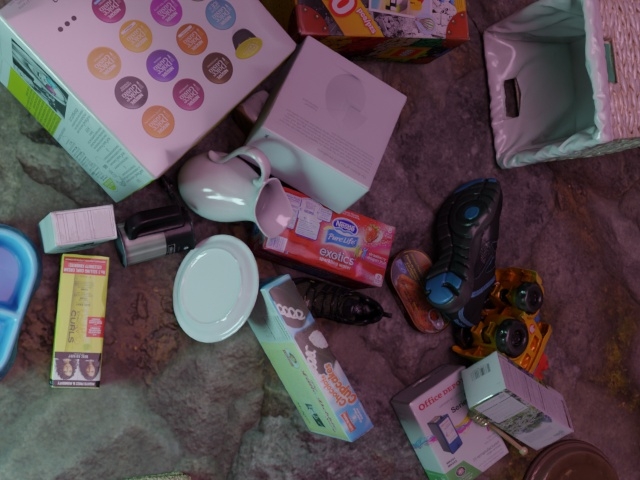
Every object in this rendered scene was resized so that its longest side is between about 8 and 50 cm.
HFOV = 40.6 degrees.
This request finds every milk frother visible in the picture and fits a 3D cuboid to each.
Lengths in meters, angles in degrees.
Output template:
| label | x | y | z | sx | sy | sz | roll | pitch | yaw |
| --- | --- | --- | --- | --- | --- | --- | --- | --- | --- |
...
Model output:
| label | x | y | z | sx | sy | sz | roll | pitch | yaw |
| --- | --- | --- | --- | --- | --- | --- | --- | --- | --- |
| milk frother | -0.315 | -0.042 | 1.582 | 0.135 | 0.129 | 0.143 | -15 | 48 | -24 |

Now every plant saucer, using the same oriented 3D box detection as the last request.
| label | x | y | z | sx | sy | sz | roll | pitch | yaw |
| --- | --- | --- | --- | --- | --- | --- | --- | --- | --- |
| plant saucer | 0.562 | 0.581 | 1.906 | 0.278 | 0.041 | 0.277 | 3 | 83 | -23 |

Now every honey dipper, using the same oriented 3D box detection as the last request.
| label | x | y | z | sx | sy | sz | roll | pitch | yaw |
| --- | --- | --- | --- | --- | --- | --- | --- | --- | --- |
| honey dipper | 0.364 | 0.388 | 1.750 | 0.161 | 0.030 | 0.030 | 38 | 72 | -20 |

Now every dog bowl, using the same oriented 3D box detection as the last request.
| label | x | y | z | sx | sy | sz | roll | pitch | yaw |
| --- | --- | --- | --- | --- | --- | --- | --- | --- | --- |
| dog bowl | -0.574 | 0.110 | 1.460 | 0.166 | 0.074 | 0.297 | 19 | 77 | -20 |

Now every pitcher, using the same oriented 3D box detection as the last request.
| label | x | y | z | sx | sy | sz | roll | pitch | yaw |
| --- | --- | --- | --- | --- | --- | --- | --- | --- | --- |
| pitcher | -0.160 | -0.109 | 1.551 | 0.125 | 0.207 | 0.177 | -41 | 138 | -37 |

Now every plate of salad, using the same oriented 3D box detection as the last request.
| label | x | y | z | sx | sy | sz | roll | pitch | yaw |
| --- | --- | --- | --- | --- | --- | --- | --- | --- | --- |
| plate of salad | -0.188 | 0.088 | 1.578 | 0.048 | 0.200 | 0.199 | 24 | 73 | -55 |

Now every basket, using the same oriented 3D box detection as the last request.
| label | x | y | z | sx | sy | sz | roll | pitch | yaw |
| --- | --- | --- | --- | --- | --- | --- | --- | --- | --- |
| basket | 0.555 | -0.338 | 1.846 | 0.267 | 0.331 | 0.328 | -4 | 87 | -29 |

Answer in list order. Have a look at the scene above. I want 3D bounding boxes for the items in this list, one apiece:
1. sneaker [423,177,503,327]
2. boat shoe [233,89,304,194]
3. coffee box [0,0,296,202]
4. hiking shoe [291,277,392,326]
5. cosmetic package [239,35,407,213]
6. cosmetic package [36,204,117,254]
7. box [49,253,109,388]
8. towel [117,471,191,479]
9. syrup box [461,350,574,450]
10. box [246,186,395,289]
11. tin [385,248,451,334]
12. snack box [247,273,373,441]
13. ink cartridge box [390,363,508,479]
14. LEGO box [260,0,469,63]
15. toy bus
| label | x | y | z | sx | sy | sz | roll | pitch | yaw |
| --- | --- | --- | --- | --- | --- | --- | --- | --- | --- |
| sneaker | 0.312 | 0.022 | 1.819 | 0.139 | 0.125 | 0.340 | 47 | 55 | -39 |
| boat shoe | -0.046 | -0.180 | 1.696 | 0.096 | 0.098 | 0.277 | -45 | 101 | -19 |
| coffee box | -0.309 | -0.305 | 1.468 | 0.334 | 0.338 | 0.337 | 48 | 70 | -12 |
| hiking shoe | 0.024 | 0.117 | 1.686 | 0.227 | 0.114 | 0.086 | 10 | 80 | -22 |
| cosmetic package | 0.006 | -0.210 | 1.600 | 0.224 | 0.138 | 0.224 | 30 | 61 | -12 |
| cosmetic package | -0.412 | -0.014 | 1.450 | 0.099 | 0.239 | 0.060 | -7 | 89 | -23 |
| box | -0.425 | 0.142 | 1.527 | 0.087 | 0.058 | 0.232 | 6 | 82 | -21 |
| towel | -0.306 | 0.477 | 1.560 | 0.148 | 0.027 | 0.110 | 1 | 84 | -23 |
| syrup box | 0.398 | 0.325 | 1.741 | 0.237 | 0.093 | 0.096 | 33 | 34 | -32 |
| box | 0.000 | 0.000 | 1.683 | 0.257 | 0.123 | 0.128 | 19 | 78 | -20 |
| tin | 0.207 | 0.107 | 1.807 | 0.106 | 0.040 | 0.189 | -30 | 97 | -18 |
| snack box | -0.037 | 0.219 | 1.611 | 0.060 | 0.187 | 0.322 | -32 | 97 | -23 |
| ink cartridge box | 0.263 | 0.381 | 1.772 | 0.154 | 0.093 | 0.212 | -29 | 94 | -23 |
| LEGO box | 0.070 | -0.621 | 1.736 | 0.373 | 0.193 | 0.500 | -5 | 87 | -23 |
| toy bus | 0.419 | 0.196 | 1.837 | 0.211 | 0.149 | 0.220 | 40 | 68 | -28 |
